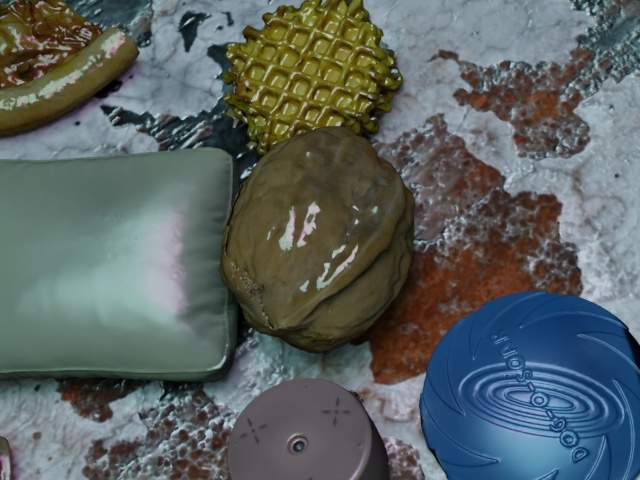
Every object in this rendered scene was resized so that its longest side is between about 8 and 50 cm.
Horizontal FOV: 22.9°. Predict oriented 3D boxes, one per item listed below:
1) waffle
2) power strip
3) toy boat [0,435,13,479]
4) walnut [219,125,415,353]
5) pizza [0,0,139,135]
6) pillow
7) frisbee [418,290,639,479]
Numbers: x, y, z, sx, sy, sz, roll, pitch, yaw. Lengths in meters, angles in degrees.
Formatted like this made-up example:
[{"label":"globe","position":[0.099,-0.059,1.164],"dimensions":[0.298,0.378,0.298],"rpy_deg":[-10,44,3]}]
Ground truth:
[{"label":"waffle","position":[-0.013,-0.176,1.744],"dimensions":[0.197,0.070,0.193],"rpy_deg":[-32,66,-2]},{"label":"power strip","position":[-0.010,0.215,1.558],"dimensions":[0.154,0.078,0.154],"rpy_deg":[-9,54,13]},{"label":"toy boat","position":[-0.475,0.224,1.641],"dimensions":[0.321,0.089,0.121],"rpy_deg":[10,71,13]},{"label":"walnut","position":[0.000,0.000,1.597],"dimensions":[0.198,0.198,0.245],"rpy_deg":[16,53,16]},{"label":"pizza","position":[-0.387,-0.206,1.815],"dimensions":[0.365,0.074,0.182],"rpy_deg":[-4,76,7]},{"label":"pillow","position":[-0.244,0.028,1.667],"dimensions":[0.322,0.120,0.255],"rpy_deg":[-3,72,8]},{"label":"frisbee","position":[0.218,0.159,1.575],"dimensions":[0.242,0.045,0.242],"rpy_deg":[-3,68,8]}]
